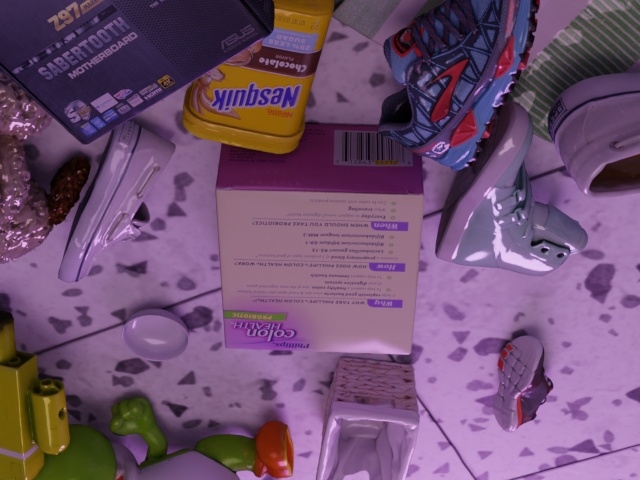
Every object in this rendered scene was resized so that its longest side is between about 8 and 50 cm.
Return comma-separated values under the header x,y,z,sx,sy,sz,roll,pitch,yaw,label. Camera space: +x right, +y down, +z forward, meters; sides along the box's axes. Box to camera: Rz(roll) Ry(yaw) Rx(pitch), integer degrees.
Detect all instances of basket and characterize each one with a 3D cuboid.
x,y,z,sx,sy,sz,roll,pitch,yaw,label
0.058,0.239,1.638,0.113,0.103,0.167,7,132,-4,basket

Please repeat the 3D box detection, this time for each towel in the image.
x,y,z,sx,sy,sz,roll,pitch,yaw,label
0.210,-0.224,1.248,0.325,0.038,0.248,27,129,-21,towel

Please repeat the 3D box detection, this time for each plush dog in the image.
x,y,z,sx,sy,sz,roll,pitch,yaw,label
-0.371,-0.045,1.357,0.262,0.210,0.225,-13,156,14,plush dog

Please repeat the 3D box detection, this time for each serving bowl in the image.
x,y,z,sx,sy,sz,roll,pitch,yaw,label
-0.202,0.111,1.581,0.083,0.027,0.083,1,133,1,serving bowl

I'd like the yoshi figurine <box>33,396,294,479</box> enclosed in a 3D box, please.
x,y,z,sx,sy,sz,roll,pitch,yaw,label
-0.222,0.313,1.674,0.362,0.203,0.203,0,117,6,yoshi figurine

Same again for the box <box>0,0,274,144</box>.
x,y,z,sx,sy,sz,roll,pitch,yaw,label
-0.186,-0.209,1.166,0.233,0.059,0.183,-27,127,22,box

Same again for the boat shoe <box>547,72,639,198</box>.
x,y,z,sx,sy,sz,roll,pitch,yaw,label
0.417,-0.092,1.252,0.367,0.156,0.136,-4,141,-8,boat shoe

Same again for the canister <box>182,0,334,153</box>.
x,y,z,sx,sy,sz,roll,pitch,yaw,label
-0.063,-0.179,1.277,0.126,0.073,0.170,11,131,-8,canister

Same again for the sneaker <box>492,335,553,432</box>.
x,y,z,sx,sy,sz,roll,pitch,yaw,label
0.261,0.173,1.614,0.065,0.061,0.158,-13,138,-23,sneaker

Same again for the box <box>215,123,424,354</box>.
x,y,z,sx,sy,sz,roll,pitch,yaw,label
0.000,0.000,1.410,0.214,0.117,0.243,1,132,1,box

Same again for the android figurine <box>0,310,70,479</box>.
x,y,z,sx,sy,sz,roll,pitch,yaw,label
-0.424,0.207,1.594,0.248,0.056,0.273,9,116,21,android figurine

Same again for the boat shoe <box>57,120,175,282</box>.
x,y,z,sx,sy,sz,roll,pitch,yaw,label
-0.225,-0.029,1.415,0.076,0.083,0.226,20,130,-14,boat shoe

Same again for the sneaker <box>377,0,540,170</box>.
x,y,z,sx,sy,sz,roll,pitch,yaw,label
0.123,-0.173,1.212,0.125,0.104,0.262,15,133,-6,sneaker

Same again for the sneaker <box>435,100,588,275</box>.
x,y,z,sx,sy,sz,roll,pitch,yaw,label
0.221,-0.050,1.355,0.151,0.094,0.256,12,148,-2,sneaker
